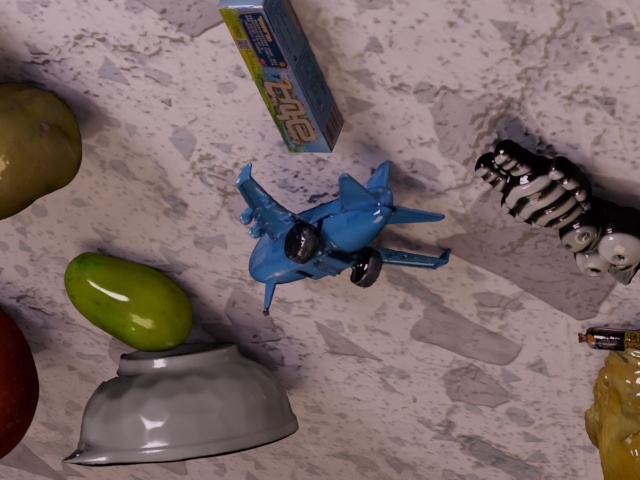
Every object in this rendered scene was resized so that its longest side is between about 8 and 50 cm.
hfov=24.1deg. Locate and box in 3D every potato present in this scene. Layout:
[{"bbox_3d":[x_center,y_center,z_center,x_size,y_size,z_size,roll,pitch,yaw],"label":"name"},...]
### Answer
[{"bbox_3d":[-0.337,-0.089,1.570,0.200,0.155,0.137,-25,123,41],"label":"potato"}]

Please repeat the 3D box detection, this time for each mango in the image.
[{"bbox_3d":[-0.230,0.074,1.808,0.163,0.089,0.117,26,156,15],"label":"mango"}]

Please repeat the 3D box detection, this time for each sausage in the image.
[{"bbox_3d":[0.364,0.105,1.567,0.198,0.025,0.028,1,138,27],"label":"sausage"}]

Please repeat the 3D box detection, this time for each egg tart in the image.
[{"bbox_3d":[0.436,0.245,1.607,0.339,0.153,0.351,16,155,1],"label":"egg tart"}]

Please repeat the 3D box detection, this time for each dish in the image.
[{"bbox_3d":[-0.172,0.192,1.843,0.303,0.120,0.303,-6,-178,0],"label":"dish"}]

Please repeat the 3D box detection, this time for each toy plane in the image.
[{"bbox_3d":[0.000,0.000,1.561,0.254,0.105,0.271,22,145,-27],"label":"toy plane"}]

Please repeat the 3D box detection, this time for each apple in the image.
[{"bbox_3d":[-0.503,0.184,1.957,0.260,0.260,0.216,34,168,-18],"label":"apple"}]

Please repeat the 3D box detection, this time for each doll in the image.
[{"bbox_3d":[0.244,-0.022,1.420,0.219,0.067,0.091,32,141,-17],"label":"doll"}]

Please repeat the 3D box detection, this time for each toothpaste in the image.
[{"bbox_3d":[-0.044,-0.161,1.404,0.070,0.044,0.193,2,141,26],"label":"toothpaste"}]
